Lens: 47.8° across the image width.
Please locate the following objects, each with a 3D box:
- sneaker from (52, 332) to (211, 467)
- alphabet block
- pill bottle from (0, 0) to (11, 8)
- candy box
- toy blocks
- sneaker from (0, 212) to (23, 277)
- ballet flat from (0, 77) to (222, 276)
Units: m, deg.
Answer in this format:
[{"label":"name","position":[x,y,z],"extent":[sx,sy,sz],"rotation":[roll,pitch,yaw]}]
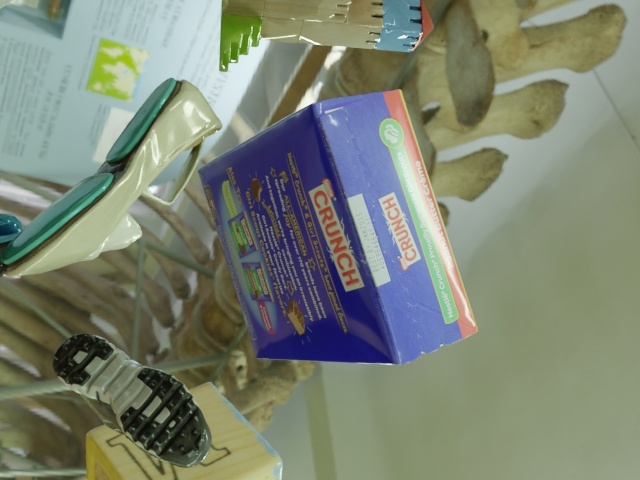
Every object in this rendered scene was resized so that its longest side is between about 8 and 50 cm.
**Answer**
[{"label":"sneaker","position":[-0.197,0.187,0.808],"extent":[0.234,0.106,0.078],"rotation":[23,-119,33]},{"label":"alphabet block","position":[-0.192,0.349,1.000],"extent":[0.193,0.197,0.193],"rotation":[34,-53,39]},{"label":"pill bottle","position":[-0.248,-0.290,0.486],"extent":[0.363,0.210,0.210],"rotation":[-55,-159,-14]},{"label":"candy box","position":[0.000,0.000,0.835],"extent":[0.317,0.122,0.268],"rotation":[-12,-84,60]},{"label":"toy blocks","position":[0.013,-0.389,0.884],"extent":[0.191,0.260,0.382],"rotation":[118,-28,-70]},{"label":"sneaker","position":[-0.386,-0.062,0.609],"extent":[0.125,0.139,0.341],"rotation":[47,-13,35]},{"label":"ballet flat","position":[-0.177,-0.045,0.660],"extent":[0.248,0.086,0.086],"rotation":[-54,-164,-23]}]
